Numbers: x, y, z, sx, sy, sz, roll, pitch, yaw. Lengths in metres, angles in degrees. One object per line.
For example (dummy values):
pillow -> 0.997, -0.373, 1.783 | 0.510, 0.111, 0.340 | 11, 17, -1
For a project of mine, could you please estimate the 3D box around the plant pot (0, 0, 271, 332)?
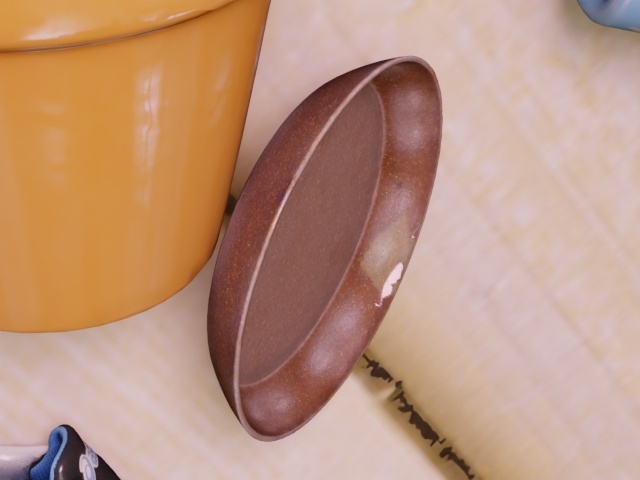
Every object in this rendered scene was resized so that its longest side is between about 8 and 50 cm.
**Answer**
plant pot -> -0.103, -0.078, 0.569 | 0.205, 0.205, 0.188 | -9, 125, -15

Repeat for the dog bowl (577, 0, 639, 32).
dog bowl -> 0.143, -0.217, 0.619 | 0.074, 0.166, 0.297 | -3, 107, -5

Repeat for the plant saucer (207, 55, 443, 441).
plant saucer -> 0.000, 0.000, 0.656 | 0.029, 0.168, 0.168 | 24, 100, 20

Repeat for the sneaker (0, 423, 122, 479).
sneaker -> -0.091, 0.133, 0.684 | 0.237, 0.085, 0.086 | 25, 102, -24
